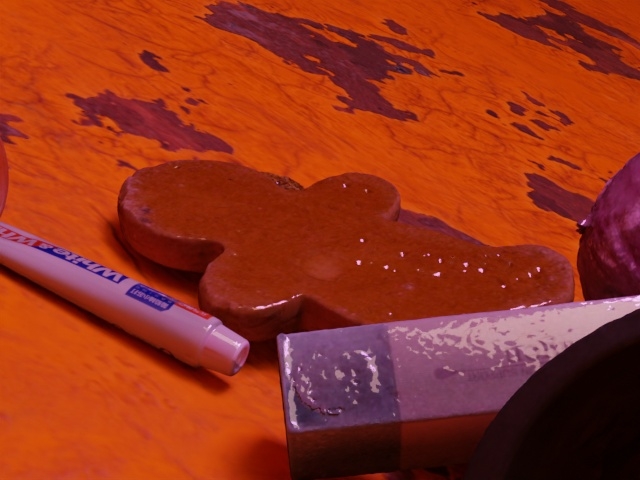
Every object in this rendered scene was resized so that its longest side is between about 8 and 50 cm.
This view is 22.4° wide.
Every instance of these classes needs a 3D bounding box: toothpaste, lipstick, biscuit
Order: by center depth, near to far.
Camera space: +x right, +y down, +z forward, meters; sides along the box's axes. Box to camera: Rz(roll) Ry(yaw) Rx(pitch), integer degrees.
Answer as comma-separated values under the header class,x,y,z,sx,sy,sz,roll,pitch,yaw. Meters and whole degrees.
class,x,y,z,sx,sy,sz,roll,pitch,yaw
lipstick,0.136,0.078,0.908,0.317,0.068,0.066,-6,57,-2
toothpaste,-0.144,0.028,1.002,0.218,0.033,0.052,25,16,15
biscuit,0.006,0.018,1.080,0.324,0.049,0.205,19,35,19

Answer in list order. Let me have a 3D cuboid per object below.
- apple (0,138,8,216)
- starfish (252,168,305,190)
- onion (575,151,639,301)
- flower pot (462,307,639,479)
class,x,y,z,sx,sy,sz,roll,pitch,yaw
apple,-0.255,-0.029,0.875,0.163,0.139,0.163,30,9,-5
starfish,0.000,-0.001,1.212,0.227,0.043,0.240,4,26,-44
onion,0.315,0.091,1.154,0.267,0.159,0.349,30,19,-47
flower pot,0.203,0.163,0.797,0.269,0.269,0.166,28,-2,12
